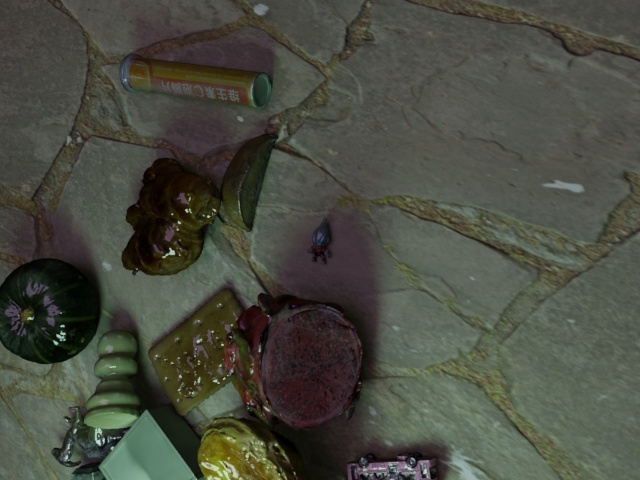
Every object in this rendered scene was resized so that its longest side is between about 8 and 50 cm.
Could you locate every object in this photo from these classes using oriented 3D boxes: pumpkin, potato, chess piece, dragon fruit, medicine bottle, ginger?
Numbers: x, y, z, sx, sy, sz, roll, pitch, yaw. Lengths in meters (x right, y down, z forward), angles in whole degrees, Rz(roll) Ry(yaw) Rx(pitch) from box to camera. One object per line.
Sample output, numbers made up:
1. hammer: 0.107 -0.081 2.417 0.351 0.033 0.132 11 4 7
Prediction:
1. pumpkin: -0.769 0.202 1.725 0.300 0.207 0.300 -1 86 10
2. potato: -0.211 -0.161 1.551 0.120 0.100 0.261 16 93 23
3. chess piece: -0.550 0.363 1.637 0.144 0.144 0.251 -22 55 21
4. dragon fruit: -0.081 0.253 1.400 0.263 0.296 0.314 -1 96 57
5. medicine bottle: -0.337 -0.427 1.621 0.426 0.108 0.108 12 92 23
6. ginger: -0.414 -0.052 1.594 0.274 0.152 0.357 36 112 24

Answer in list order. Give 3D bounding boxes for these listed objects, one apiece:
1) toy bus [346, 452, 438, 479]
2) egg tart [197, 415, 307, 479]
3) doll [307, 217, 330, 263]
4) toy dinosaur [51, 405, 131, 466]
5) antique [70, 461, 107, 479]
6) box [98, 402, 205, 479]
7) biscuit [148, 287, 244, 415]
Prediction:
1. toy bus: 0.161 0.524 1.364 0.203 0.063 0.090 -11 77 21
2. egg tart: -0.133 0.541 1.356 0.352 0.150 0.352 16 114 40
3. doll: -0.001 0.000 1.483 0.057 0.039 0.114 25 111 57
4. toy dinosaur: -0.641 0.534 1.714 0.294 0.077 0.162 -23 79 24
5. antique: -0.625 0.713 1.689 0.086 0.088 0.183 -12 82 22
6. box: -0.418 0.590 1.590 0.225 0.117 0.225 46 104 20
7. biscuit: -0.308 0.296 1.599 0.325 0.044 0.217 -37 75 17
